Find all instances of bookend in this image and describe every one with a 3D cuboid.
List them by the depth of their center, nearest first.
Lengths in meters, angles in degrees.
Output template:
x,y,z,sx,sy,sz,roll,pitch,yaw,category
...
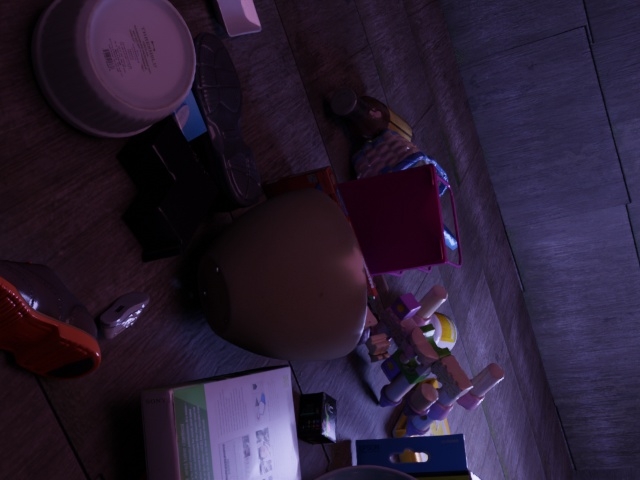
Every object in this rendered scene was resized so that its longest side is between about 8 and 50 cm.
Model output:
x,y,z,sx,sy,sz,roll,pitch,yaw,category
-0.240,-0.079,1.122,0.156,0.072,0.157,60,32,-32,bookend

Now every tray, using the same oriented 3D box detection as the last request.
x,y,z,sx,sy,sz,roll,pitch,yaw,category
-0.193,-0.522,1.452,0.145,0.030,0.270,-41,116,-60,tray

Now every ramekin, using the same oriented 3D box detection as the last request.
x,y,z,sx,sy,sz,roll,pitch,yaw,category
-0.265,-0.245,1.024,0.207,0.109,0.207,1,88,-45,ramekin

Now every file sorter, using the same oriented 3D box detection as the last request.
x,y,z,sx,sy,sz,roll,pitch,yaw,category
0.136,-0.017,1.621,0.182,0.291,0.202,22,61,-64,file sorter

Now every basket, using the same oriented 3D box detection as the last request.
x,y,z,sx,sy,sz,roll,pitch,yaw,category
0.221,-0.114,1.885,0.289,0.201,0.255,53,10,35,basket

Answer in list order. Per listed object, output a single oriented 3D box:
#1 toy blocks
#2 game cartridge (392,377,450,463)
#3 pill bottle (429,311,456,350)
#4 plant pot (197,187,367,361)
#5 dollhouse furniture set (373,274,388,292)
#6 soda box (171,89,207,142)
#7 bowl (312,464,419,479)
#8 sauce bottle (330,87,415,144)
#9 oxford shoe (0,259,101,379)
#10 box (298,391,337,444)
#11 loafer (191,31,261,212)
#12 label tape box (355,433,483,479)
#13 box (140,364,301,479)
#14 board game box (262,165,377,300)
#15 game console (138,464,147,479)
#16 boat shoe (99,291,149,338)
x,y,z,sx,sy,sz,roll,pitch,yaw,category
0.177,0.293,1.705,0.309,0.260,0.288,-10,58,-41,toy blocks
0.283,0.557,1.953,0.285,0.053,0.323,-38,113,-62,game cartridge
0.269,0.237,1.980,0.208,0.118,0.117,19,63,-61,pill bottle
-0.083,0.070,1.212,0.191,0.284,0.283,-12,90,-29,plant pot
0.181,0.033,1.803,0.128,0.184,0.129,68,28,-25,dollhouse furniture set
-0.253,-0.248,1.172,0.210,0.067,0.071,69,27,-17,soda box
0.079,0.562,1.303,0.311,0.312,0.163,-68,158,-49,bowl
0.132,-0.301,1.931,0.344,0.112,0.111,22,60,-61,sauce bottle
-0.351,0.061,0.843,0.271,0.097,0.098,54,15,-49,oxford shoe
-0.005,0.339,1.453,0.062,0.052,0.083,44,41,-49,box
-0.185,-0.193,1.280,0.109,0.095,0.302,-8,82,-54,loafer
0.220,0.576,1.584,0.115,0.249,0.347,11,70,-62,label tape box
-0.127,0.307,1.086,0.322,0.059,0.232,9,73,-65,box
0.000,0.000,1.497,0.027,0.145,0.281,-50,124,-55,board game box
-0.160,0.442,1.087,0.341,0.060,0.386,62,31,-30,game console
-0.267,0.103,1.044,0.100,0.035,0.035,-52,153,-62,boat shoe
